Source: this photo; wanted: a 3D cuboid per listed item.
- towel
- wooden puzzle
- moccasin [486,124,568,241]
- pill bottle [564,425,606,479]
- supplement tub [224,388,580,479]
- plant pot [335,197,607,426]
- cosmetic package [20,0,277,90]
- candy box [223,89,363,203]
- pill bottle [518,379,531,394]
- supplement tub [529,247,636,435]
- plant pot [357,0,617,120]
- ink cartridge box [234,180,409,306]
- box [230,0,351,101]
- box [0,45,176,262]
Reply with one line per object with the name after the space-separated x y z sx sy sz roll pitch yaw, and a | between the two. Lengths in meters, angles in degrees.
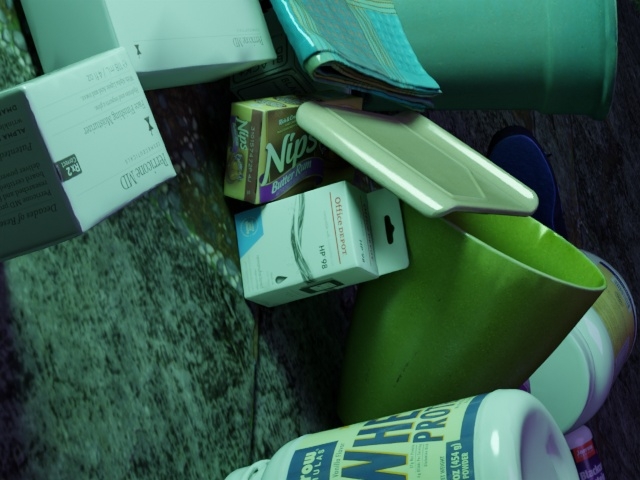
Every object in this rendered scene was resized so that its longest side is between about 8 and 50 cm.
-0.002 -0.332 1.905 0.271 0.040 0.370 8 53 -55 | towel
0.110 -0.084 1.818 0.221 0.044 0.239 37 22 27 | wooden puzzle
0.343 -0.062 2.732 0.117 0.138 0.342 -85 164 -50 | moccasin
0.389 0.355 2.543 0.108 0.108 0.193 -25 98 -67 | pill bottle
0.081 0.290 1.585 0.235 0.325 0.235 47 34 -48 | supplement tub
0.142 0.106 1.886 0.275 0.293 0.275 27 15 -8 | plant pot
-0.192 -0.300 1.651 0.377 0.097 0.284 -21 92 -68 | cosmetic package
-0.030 -0.110 1.845 0.187 0.053 0.109 -14 115 -52 | candy box
0.189 0.299 2.040 0.169 0.169 0.301 52 31 -42 | pill bottle
0.323 0.153 2.354 0.331 0.241 0.241 -33 105 -66 | supplement tub
0.208 -0.317 2.200 0.341 0.334 0.341 -6 90 -89 | plant pot
0.000 0.000 1.785 0.060 0.180 0.104 26 51 -60 | ink cartridge box
-0.036 -0.271 2.007 0.169 0.087 0.290 45 36 -50 | box
-0.241 -0.058 1.261 0.119 0.182 0.181 69 23 -10 | box
